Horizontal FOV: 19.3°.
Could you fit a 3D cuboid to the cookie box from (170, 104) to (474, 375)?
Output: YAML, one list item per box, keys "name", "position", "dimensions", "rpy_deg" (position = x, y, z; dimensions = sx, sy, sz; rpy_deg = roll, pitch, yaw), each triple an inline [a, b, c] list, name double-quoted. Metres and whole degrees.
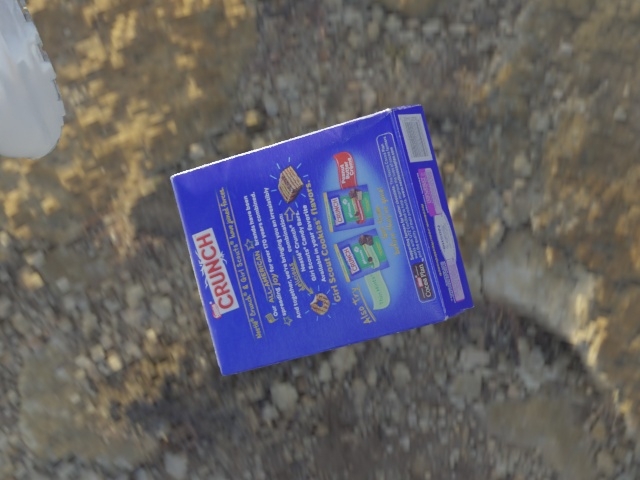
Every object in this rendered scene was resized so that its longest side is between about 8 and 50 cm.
- name: "cookie box"
  position: [0.000, 0.000, 0.796]
  dimensions: [0.107, 0.040, 0.091]
  rpy_deg: [-15, 88, 24]

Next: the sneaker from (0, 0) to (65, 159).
- name: "sneaker"
  position: [-0.181, -0.122, 0.732]
  dimensions: [0.095, 0.235, 0.090]
  rpy_deg: [-33, 26, -7]
